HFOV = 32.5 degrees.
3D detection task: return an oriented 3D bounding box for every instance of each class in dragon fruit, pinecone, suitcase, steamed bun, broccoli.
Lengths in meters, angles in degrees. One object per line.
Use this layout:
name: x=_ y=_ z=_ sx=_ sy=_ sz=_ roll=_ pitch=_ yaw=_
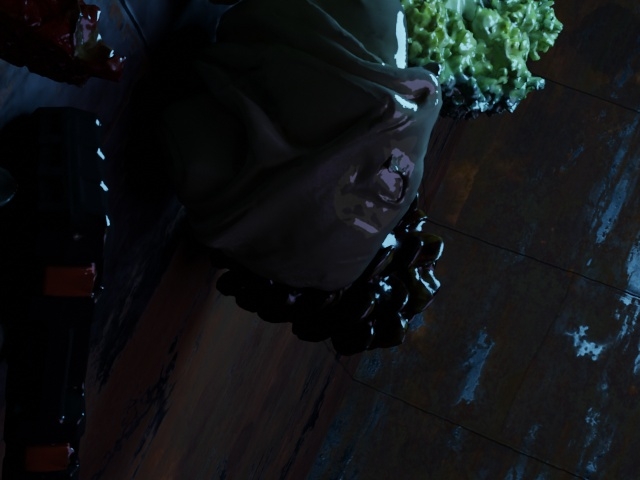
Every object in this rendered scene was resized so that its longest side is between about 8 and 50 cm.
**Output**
dragon fruit: x=-0.197 y=-0.166 z=0.786 sx=0.097 sy=0.131 sz=0.063 roll=96 pitch=16 yaw=-69
pinecone: x=0.000 y=-0.006 z=1.424 sx=0.242 sy=0.296 sz=0.298 roll=-56 pitch=-153 yaw=26
suitcase: x=-0.229 y=0.051 z=0.935 sx=0.206 sy=0.066 sz=0.285 roll=-112 pitch=-149 yaw=-54
steamed bun: x=-0.045 y=-0.122 z=1.153 sx=0.219 sy=0.309 sz=0.324 roll=4 pitch=137 yaw=-36
broccoli: x=0.170 y=-0.333 z=1.690 sx=0.293 sy=0.348 sz=0.280 roll=22 pitch=-82 yaw=59

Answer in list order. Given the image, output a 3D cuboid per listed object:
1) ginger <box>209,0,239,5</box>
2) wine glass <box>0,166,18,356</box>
ginger: x=0.007 y=-0.454 z=1.114 sx=0.363 sy=0.122 sz=0.348 roll=-43 pitch=163 yaw=-37
wine glass: x=-0.284 y=0.038 z=0.867 sx=0.079 sy=0.079 sz=0.195 roll=-45 pitch=154 yaw=-57
